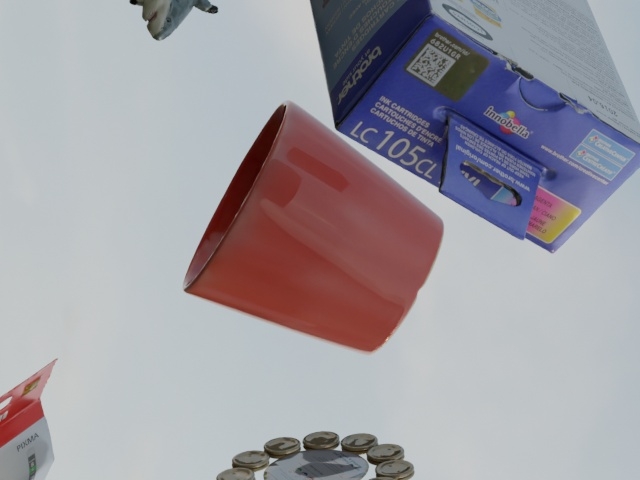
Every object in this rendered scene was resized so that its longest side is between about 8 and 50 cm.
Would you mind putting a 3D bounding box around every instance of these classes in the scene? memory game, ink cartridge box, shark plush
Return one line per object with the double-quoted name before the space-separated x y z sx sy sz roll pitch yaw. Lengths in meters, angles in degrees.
"memory game" -0.005 0.218 1.639 0.186 0.186 0.012 -149 -130 -63
"ink cartridge box" 0.141 -0.166 1.655 0.151 0.270 0.395 -49 -152 24
"shark plush" -0.140 -0.269 1.940 0.067 0.161 0.073 54 -50 6
"ink cartridge box" -0.327 0.229 1.702 0.056 0.181 0.225 45 -41 10

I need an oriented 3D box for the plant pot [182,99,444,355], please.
"plant pot" 0.000 0.000 2.151 0.275 0.243 0.275 -59 -171 16
